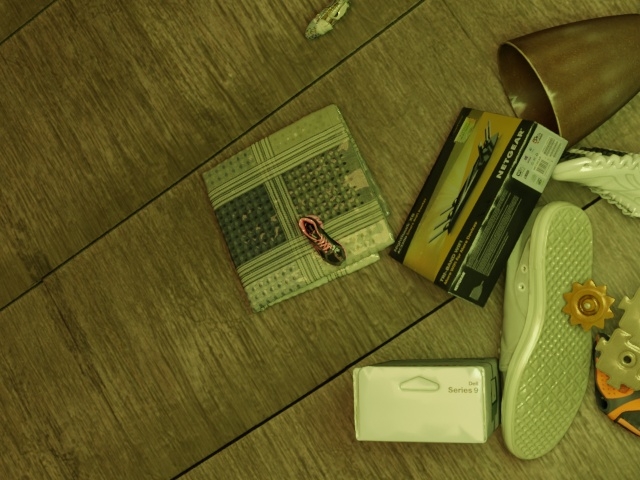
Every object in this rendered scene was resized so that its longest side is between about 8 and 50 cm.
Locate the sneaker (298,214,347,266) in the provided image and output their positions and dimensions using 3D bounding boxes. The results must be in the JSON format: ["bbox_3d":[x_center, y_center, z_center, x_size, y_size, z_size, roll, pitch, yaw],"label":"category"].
[{"bbox_3d":[0.000,0.000,1.683,0.047,0.057,0.119,-44,74,7],"label":"sneaker"}]

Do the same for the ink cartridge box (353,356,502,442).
[{"bbox_3d":[0.187,0.263,1.540,0.211,0.289,0.122,-3,85,16],"label":"ink cartridge box"}]

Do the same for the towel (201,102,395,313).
[{"bbox_3d":[-0.042,-0.062,1.764,0.324,0.056,0.312,-26,76,15],"label":"towel"}]

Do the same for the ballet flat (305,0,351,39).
[{"bbox_3d":[0.017,-0.430,1.769,0.114,0.041,0.041,-47,75,7],"label":"ballet flat"}]

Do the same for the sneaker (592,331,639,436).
[{"bbox_3d":[0.560,0.166,1.525,0.180,0.124,0.321,25,93,15],"label":"sneaker"}]

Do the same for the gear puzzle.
[{"bbox_3d":[0.540,0.174,1.463,0.339,0.044,0.175,30,107,21],"label":"gear puzzle"}]

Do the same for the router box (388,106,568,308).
[{"bbox_3d":[0.261,-0.066,1.573,0.081,0.243,0.309,25,93,-24],"label":"router box"}]

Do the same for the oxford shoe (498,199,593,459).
[{"bbox_3d":[0.376,0.152,1.587,0.130,0.169,0.450,12,99,60],"label":"oxford shoe"}]

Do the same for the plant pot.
[{"bbox_3d":[0.457,-0.288,1.565,0.230,0.215,0.215,-26,79,-2],"label":"plant pot"}]

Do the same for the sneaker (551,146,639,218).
[{"bbox_3d":[0.516,-0.093,1.526,0.292,0.110,0.118,4,102,-12],"label":"sneaker"}]
